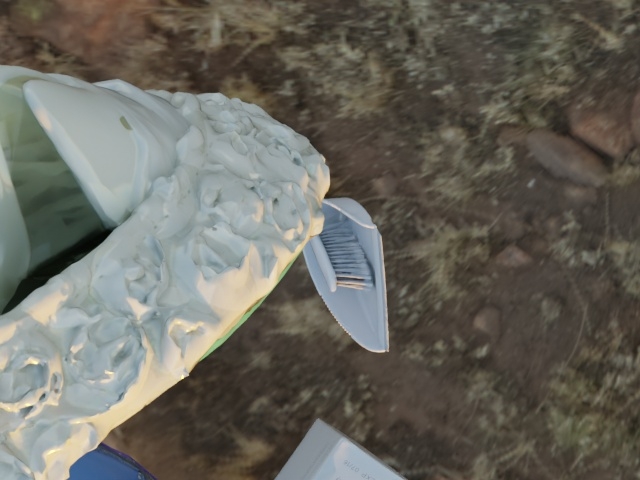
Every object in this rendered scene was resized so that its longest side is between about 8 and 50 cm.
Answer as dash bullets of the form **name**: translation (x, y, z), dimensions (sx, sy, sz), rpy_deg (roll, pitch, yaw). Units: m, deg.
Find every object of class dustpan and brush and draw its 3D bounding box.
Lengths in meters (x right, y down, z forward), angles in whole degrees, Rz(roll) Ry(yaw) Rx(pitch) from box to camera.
- **dustpan and brush**: translation (0.000, 0.000, 1.266), dimensions (0.060, 0.211, 0.147), rpy_deg (-13, 125, -11)

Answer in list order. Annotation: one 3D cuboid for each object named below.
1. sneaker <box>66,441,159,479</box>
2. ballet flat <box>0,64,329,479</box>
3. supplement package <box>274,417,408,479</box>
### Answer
- **sneaker**: translation (-0.026, 0.206, 0.639), dimensions (0.236, 0.130, 0.323), rpy_deg (-9, 123, 45)
- **ballet flat**: translation (-0.123, 0.020, 0.437), dimensions (0.147, 0.409, 0.147), rpy_deg (16, 127, 22)
- **supplement package**: translation (0.021, 0.256, 1.336), dimensions (0.105, 0.179, 0.105), rpy_deg (35, 84, -6)
